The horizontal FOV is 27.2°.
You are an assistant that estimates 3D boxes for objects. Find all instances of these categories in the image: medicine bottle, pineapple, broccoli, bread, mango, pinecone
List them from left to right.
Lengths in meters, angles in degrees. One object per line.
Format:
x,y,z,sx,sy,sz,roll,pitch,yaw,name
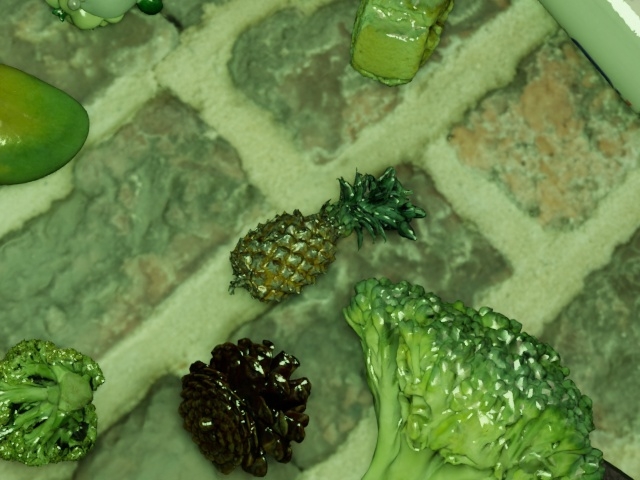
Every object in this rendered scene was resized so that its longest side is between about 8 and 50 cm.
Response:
-0.333,-0.120,1.349,0.194,0.092,0.130,-1,75,-18,mango
-0.266,0.156,1.274,0.131,0.120,0.130,31,53,-34,broccoli
-0.068,0.161,1.301,0.140,0.140,0.120,52,47,5,pinecone
0.000,-0.001,1.367,0.221,0.103,0.083,-29,116,-15,pineapple
0.093,-0.258,1.437,0.103,0.110,0.156,18,74,1,bread
0.123,0.179,1.295,0.248,0.288,0.246,37,88,-38,broccoli
0.367,-0.218,1.458,0.130,0.130,0.341,-39,85,-15,medicine bottle

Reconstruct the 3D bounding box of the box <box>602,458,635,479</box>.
0.292,0.297,1.377,0.126,0.027,0.125,36,74,0,box

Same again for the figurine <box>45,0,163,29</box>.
-0.213,-0.306,1.410,0.147,0.093,0.197,47,65,-19,figurine
